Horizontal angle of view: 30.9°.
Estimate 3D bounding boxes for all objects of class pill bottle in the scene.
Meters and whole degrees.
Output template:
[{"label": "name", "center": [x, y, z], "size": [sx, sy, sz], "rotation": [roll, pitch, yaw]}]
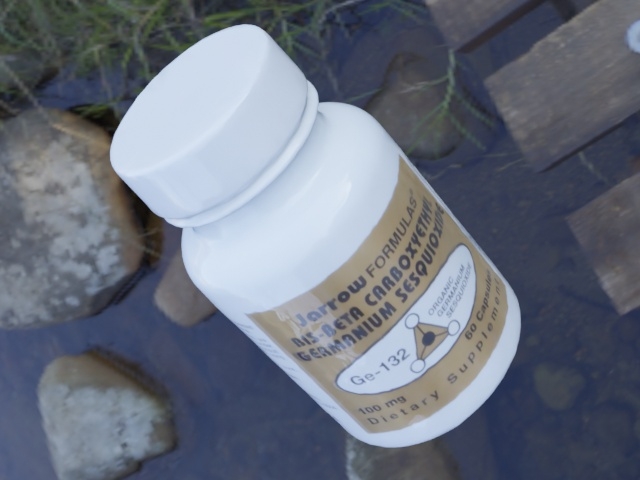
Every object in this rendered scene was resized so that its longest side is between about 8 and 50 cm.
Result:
[{"label": "pill bottle", "center": [0.000, 0.000, 0.630], "size": [0.131, 0.131, 0.229], "rotation": [-19, 129, 33]}]
